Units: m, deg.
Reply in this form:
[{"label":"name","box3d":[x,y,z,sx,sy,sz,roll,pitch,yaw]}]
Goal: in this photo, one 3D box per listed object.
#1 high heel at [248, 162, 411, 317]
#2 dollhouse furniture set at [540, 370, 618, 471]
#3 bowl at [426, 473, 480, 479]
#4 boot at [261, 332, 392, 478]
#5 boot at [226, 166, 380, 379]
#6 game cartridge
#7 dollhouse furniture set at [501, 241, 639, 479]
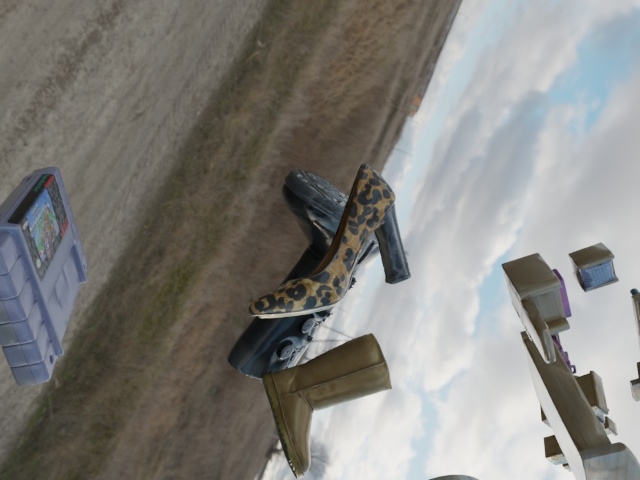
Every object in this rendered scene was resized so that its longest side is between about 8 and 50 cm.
[{"label":"high heel","box3d":[0.000,0.000,0.744,0.093,0.261,0.187,-6,-80,69]},{"label":"dollhouse furniture set","box3d":[0.812,0.550,1.457,0.173,0.355,0.303,-38,-160,39]},{"label":"bowl","box3d":[0.193,0.424,0.702,0.156,0.289,0.290,-95,-160,-52]},{"label":"boot","box3d":[0.031,0.346,1.099,0.089,0.269,0.236,107,-34,-66]},{"label":"boot","box3d":[-0.066,0.096,1.100,0.445,0.146,0.367,-50,141,12]},{"label":"game cartridge","box3d":[-0.457,0.032,0.842,0.355,0.068,0.231,-118,-154,-61]},{"label":"dollhouse furniture set","box3d":[0.413,0.140,0.585,0.198,0.303,0.287,-91,159,-60]}]
